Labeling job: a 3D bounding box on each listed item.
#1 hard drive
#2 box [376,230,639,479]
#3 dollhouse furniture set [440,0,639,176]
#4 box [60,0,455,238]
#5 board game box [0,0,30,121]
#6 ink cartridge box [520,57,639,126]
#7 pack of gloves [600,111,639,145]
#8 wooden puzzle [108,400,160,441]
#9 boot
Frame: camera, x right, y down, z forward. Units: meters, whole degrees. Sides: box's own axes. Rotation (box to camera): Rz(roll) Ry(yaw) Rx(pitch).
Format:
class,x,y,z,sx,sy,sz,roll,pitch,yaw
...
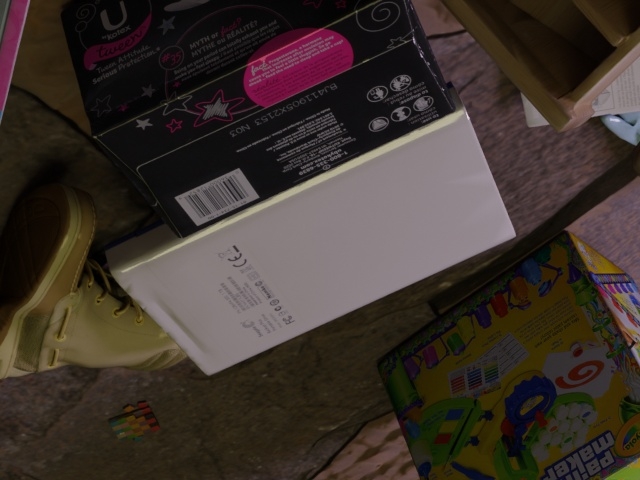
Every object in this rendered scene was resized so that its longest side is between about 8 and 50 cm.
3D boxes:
class,x,y,z,sx,sy,sz,roll,pitch,yaw
hard drive,0.000,0.000,1.122,0.318,0.040,0.210,-25,144,6
box,0.261,0.200,1.465,0.290,0.279,0.177,-37,141,22
dollhouse furniture set,0.145,-0.205,0.835,0.256,0.362,0.394,-46,167,28
box,-0.046,-0.139,0.990,0.247,0.142,0.163,-24,145,7
board game box,-0.261,-0.227,0.710,0.224,0.097,0.303,7,112,-32
ink cartridge box,0.292,-0.199,1.159,0.232,0.066,0.189,-4,141,16
pack of gloves,0.400,-0.147,1.298,0.195,0.046,0.232,-38,131,21
wooden puzzle,-0.215,0.213,1.479,0.049,0.006,0.083,-19,144,-3
boot,-0.197,0.045,1.193,0.203,0.095,0.262,3,140,-29
